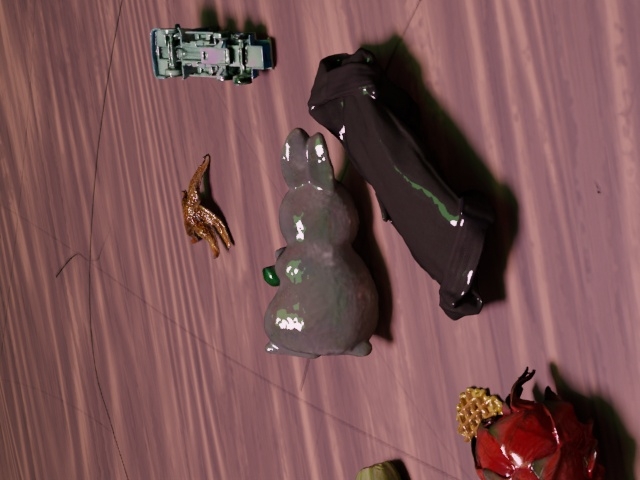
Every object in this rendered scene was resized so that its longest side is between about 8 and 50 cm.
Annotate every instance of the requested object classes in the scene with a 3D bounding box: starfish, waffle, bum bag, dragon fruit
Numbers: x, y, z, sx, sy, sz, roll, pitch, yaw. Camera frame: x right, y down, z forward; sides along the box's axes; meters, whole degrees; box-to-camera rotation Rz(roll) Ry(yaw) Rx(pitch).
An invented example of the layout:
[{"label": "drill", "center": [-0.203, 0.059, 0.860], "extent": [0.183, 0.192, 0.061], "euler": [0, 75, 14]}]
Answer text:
[{"label": "starfish", "center": [-0.164, -0.048, 1.851], "extent": [0.133, 0.041, 0.130], "euler": [23, 118, 52]}, {"label": "waffle", "center": [0.165, 0.189, 1.441], "extent": [0.085, 0.016, 0.078], "euler": [35, 124, 47]}, {"label": "bum bag", "center": [0.089, -0.071, 1.424], "extent": [0.326, 0.079, 0.142], "euler": [58, 150, 23]}, {"label": "dragon fruit", "center": [0.202, 0.200, 1.307], "extent": [0.142, 0.130, 0.121], "euler": [8, 139, 55]}]

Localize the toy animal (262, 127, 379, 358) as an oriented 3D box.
[{"label": "toy animal", "center": [0.003, 0.000, 1.557], "extent": [0.125, 0.127, 0.251], "euler": [-120, 32, -78]}]

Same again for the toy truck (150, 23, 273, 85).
[{"label": "toy truck", "center": [-0.121, -0.229, 1.713], "extent": [0.175, 0.081, 0.067], "euler": [7, 108, 37]}]

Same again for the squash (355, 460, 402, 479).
[{"label": "squash", "center": [0.084, 0.362, 1.581], "extent": [0.066, 0.066, 0.229], "euler": [-17, 84, 58]}]
